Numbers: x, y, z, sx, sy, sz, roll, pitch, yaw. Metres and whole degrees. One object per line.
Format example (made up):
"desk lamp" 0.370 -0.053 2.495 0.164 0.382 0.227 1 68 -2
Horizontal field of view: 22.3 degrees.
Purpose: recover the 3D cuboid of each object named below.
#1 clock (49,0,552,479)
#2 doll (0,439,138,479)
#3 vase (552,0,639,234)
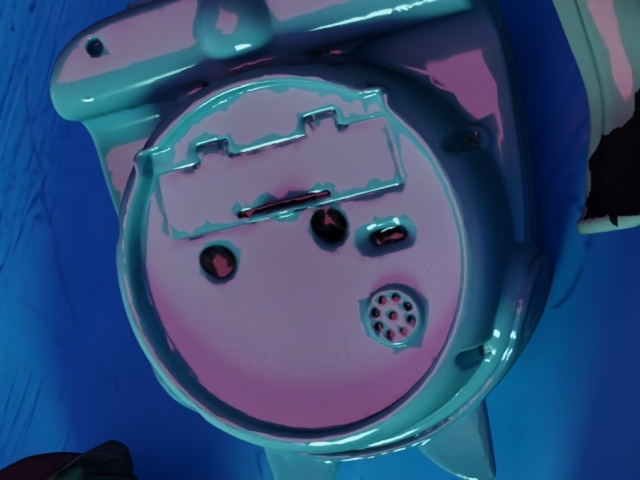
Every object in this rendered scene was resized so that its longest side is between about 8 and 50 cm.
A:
"clock" 0.000 0.000 0.801 0.223 0.094 0.274 -15 89 21
"doll" -0.129 0.232 0.963 0.256 0.152 0.196 61 141 39
"vase" 0.130 -0.188 0.671 0.165 0.165 0.360 -10 89 46
